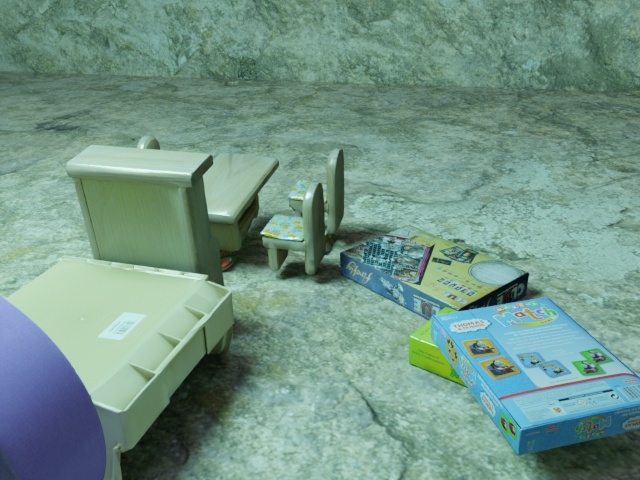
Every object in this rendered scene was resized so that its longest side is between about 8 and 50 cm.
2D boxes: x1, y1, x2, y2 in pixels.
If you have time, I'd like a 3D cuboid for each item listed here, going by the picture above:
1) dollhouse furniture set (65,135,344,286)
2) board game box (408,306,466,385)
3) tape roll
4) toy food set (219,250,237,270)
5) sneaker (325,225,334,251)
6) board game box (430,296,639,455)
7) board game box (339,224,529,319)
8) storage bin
[{"bbox_3d":[-0.182,-0.077,1.007,0.362,0.256,0.394,7,33,14],"label":"dollhouse furniture set"},{"bbox_3d":[0.211,0.146,0.807,0.181,0.043,0.092,18,32,36],"label":"board game box"},{"bbox_3d":[-0.319,0.160,0.535,0.275,0.274,0.090,7,27,17],"label":"tape roll"},{"bbox_3d":[-0.184,0.032,1.103,0.083,0.020,0.082,-11,27,-20],"label":"toy food set"},{"bbox_3d":[0.000,0.000,1.158,0.037,0.031,0.083,-11,19,16],"label":"sneaker"},{"bbox_3d":[0.238,0.138,0.723,0.160,0.039,0.211,-8,27,-12],"label":"board game box"},{"bbox_3d":[0.171,0.051,1.015,0.165,0.042,0.243,-20,31,-35],"label":"board game box"},{"bbox_3d":[-0.267,0.139,0.761,0.261,0.123,0.262,7,26,16],"label":"storage bin"}]
